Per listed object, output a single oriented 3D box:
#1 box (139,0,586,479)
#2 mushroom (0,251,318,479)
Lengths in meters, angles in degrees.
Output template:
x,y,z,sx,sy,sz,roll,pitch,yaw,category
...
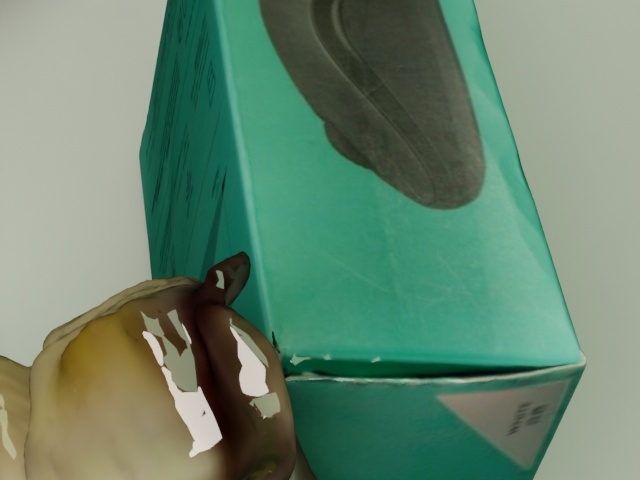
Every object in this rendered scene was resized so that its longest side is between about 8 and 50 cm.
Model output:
x,y,z,sx,sy,sz,roll,pitch,yaw,category
0.000,0.000,0.792,0.118,0.205,0.311,1,46,-12,box
-0.176,0.185,0.552,0.397,0.224,0.313,-14,23,21,mushroom
